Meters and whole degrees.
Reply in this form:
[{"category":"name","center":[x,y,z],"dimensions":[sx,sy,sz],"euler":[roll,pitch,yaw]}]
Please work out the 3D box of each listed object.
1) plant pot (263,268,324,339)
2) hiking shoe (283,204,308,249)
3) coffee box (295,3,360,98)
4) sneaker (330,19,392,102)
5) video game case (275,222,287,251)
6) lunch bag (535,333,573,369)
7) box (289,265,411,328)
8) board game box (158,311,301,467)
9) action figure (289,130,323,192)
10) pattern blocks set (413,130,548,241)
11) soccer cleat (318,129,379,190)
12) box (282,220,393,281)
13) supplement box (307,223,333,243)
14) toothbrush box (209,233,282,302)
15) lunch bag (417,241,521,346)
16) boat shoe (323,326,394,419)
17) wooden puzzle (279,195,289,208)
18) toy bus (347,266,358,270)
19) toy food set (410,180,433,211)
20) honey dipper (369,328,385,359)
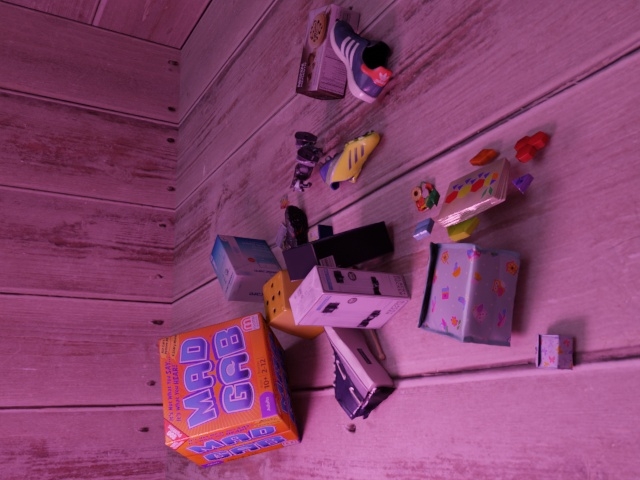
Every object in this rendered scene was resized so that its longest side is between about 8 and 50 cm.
[{"category":"plant pot","center":[-0.077,0.199,2.084],"dimensions":[0.212,0.187,0.212],"euler":[-42,48,50]},{"category":"hiking shoe","center":[-0.105,-0.021,2.286],"dimensions":[0.114,0.086,0.226],"euler":[-42,49,44]},{"category":"coffee box","center":[0.022,-0.653,2.179],"dimensions":[0.168,0.119,0.296],"euler":[20,101,59]},{"category":"sneaker","center":[0.141,-0.602,1.969],"dimensions":[0.148,0.131,0.349],"euler":[-45,52,38]},{"category":"video game case","center":[-0.141,-0.007,2.424],"dimensions":[0.122,0.011,0.087],"euler":[45,121,55]},{"category":"lunch bag","center":[0.466,0.226,1.261],"dimensions":[0.083,0.053,0.071],"euler":[166,110,-68]},{"category":"box","center":[0.082,0.161,1.710],"dimensions":[0.169,0.290,0.087],"euler":[-52,43,39]},{"category":"board game box","center":[-0.300,0.511,2.093],"dimensions":[0.356,0.357,0.356],"euler":[72,-176,-58]},{"category":"action figure","center":[-0.050,-0.267,2.187],"dimensions":[0.285,0.099,0.185],"euler":[97,-176,-73]},{"category":"pattern blocks set","center":[0.357,-0.111,1.428],"dimensions":[0.325,0.026,0.285],"euler":[-18,37,55]},{"category":"soccer cleat","center":[0.106,-0.255,1.999],"dimensions":[0.289,0.093,0.121],"euler":[-31,87,49]},{"category":"box","center":[0.049,0.032,1.810],"dimensions":[0.184,0.261,0.103],"euler":[-19,89,58]},{"category":"supplement box","center":[0.000,0.000,2.127],"dimensions":[0.083,0.056,0.083],"euler":[-37,52,52]},{"category":"toothbrush box","center":[-0.290,0.112,2.450],"dimensions":[0.295,0.217,0.126],"euler":[57,132,50]},{"category":"lunch bag","center":[0.319,0.115,1.440],"dimensions":[0.262,0.160,0.223],"euler":[-173,91,-67]},{"category":"boat shoe","center":[0.071,0.365,1.823],"dimensions":[0.158,0.127,0.340],"euler":[-58,41,22]},{"category":"wooden puzzle","center":[-0.144,-0.151,2.468],"dimensions":[0.083,0.006,0.049],"euler":[-2,82,60]},{"category":"toy bus","center":[0.069,0.152,1.916],"dimensions":[0.191,0.202,0.104],"euler":[19,131,53]},{"category":"toy food set","center":[0.281,-0.120,1.698],"dimensions":[0.082,0.020,0.083],"euler":[-41,49,50]},{"category":"honey dipper","center":[0.156,0.278,1.819],"dimensions":[0.030,0.031,0.160],"euler":[-57,41,37]}]
